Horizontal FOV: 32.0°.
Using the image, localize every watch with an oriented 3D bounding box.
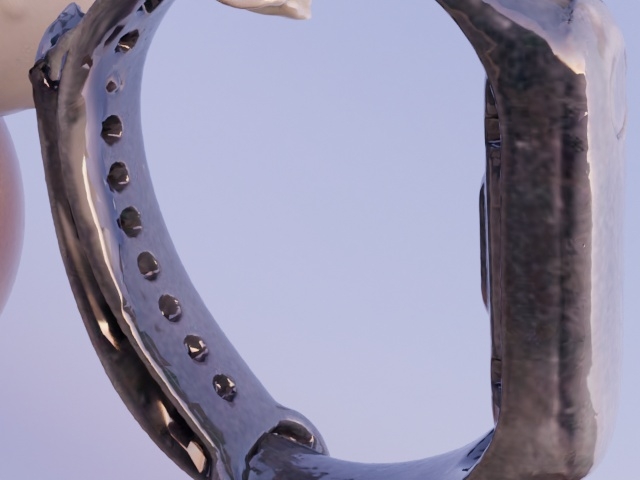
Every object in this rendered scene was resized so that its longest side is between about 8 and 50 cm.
[{"bbox_3d":[0.000,0.000,0.365,0.193,0.206,0.068,3,14,24],"label":"watch"}]

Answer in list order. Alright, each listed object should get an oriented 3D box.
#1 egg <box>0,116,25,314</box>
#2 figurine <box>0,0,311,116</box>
[{"bbox_3d":[-0.389,-0.030,0.919,0.282,0.351,0.282,-8,-27,-4],"label":"egg"},{"bbox_3d":[-0.115,-0.189,0.692,0.274,0.394,0.226,23,-62,14],"label":"figurine"}]
